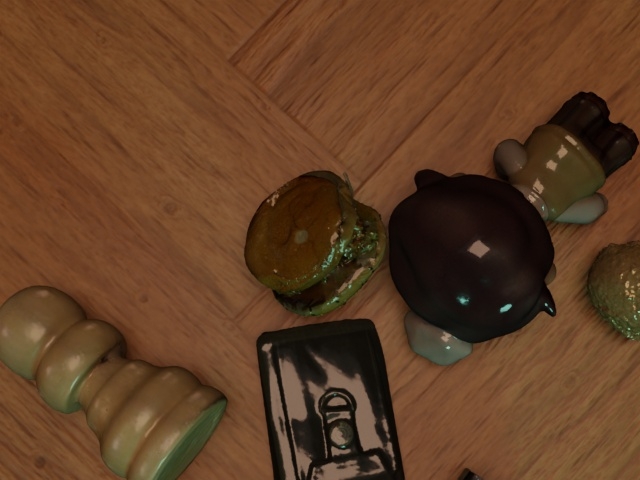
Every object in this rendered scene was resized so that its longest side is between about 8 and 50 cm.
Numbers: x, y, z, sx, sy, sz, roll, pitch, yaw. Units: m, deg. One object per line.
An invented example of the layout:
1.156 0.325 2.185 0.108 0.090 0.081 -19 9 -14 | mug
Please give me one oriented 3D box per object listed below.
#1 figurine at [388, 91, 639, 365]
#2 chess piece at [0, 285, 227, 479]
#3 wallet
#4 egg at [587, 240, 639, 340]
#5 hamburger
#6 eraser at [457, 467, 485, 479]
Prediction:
0.233 -0.033 1.318 0.365 0.206 0.218 -46 107 -30 | figurine
-0.279 0.172 1.283 0.300 0.167 0.167 34 83 10 | chess piece
0.011 0.226 1.324 0.169 0.052 0.245 -9 79 -4 | wallet
0.407 0.062 1.312 0.140 0.118 0.116 30 40 14 | egg
0.000 0.000 1.301 0.113 0.177 0.185 40 69 -36 | hamburger
0.100 0.469 1.258 0.096 0.098 0.404 35 83 6 | eraser
